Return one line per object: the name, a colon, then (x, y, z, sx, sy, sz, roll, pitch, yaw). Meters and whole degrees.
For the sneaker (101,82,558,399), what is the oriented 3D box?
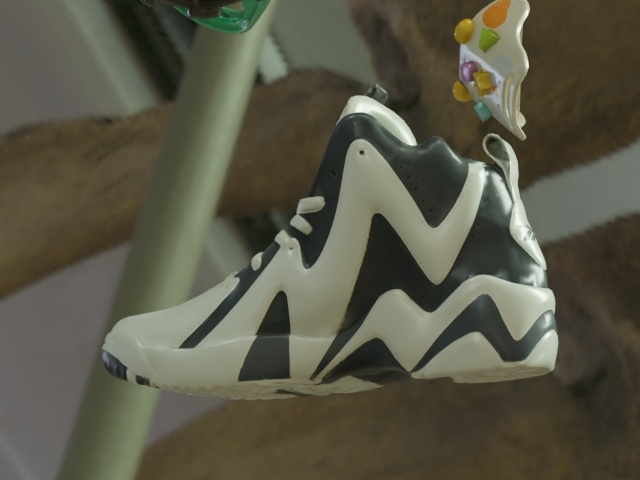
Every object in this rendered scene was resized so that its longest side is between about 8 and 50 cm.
sneaker: (0.000, 0.000, 0.989, 0.235, 0.094, 0.153, -6, -100, 23)

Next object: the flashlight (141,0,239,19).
flashlight: (-0.087, -0.294, 1.271, 0.103, 0.304, 0.103, -20, -32, 23)

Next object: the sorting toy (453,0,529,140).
sorting toy: (0.114, -0.099, 1.201, 0.045, 0.075, 0.083, -8, -60, -11)

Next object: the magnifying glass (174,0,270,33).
magnifying glass: (-0.045, -0.180, 1.300, 0.092, 0.026, 0.231, 46, -25, -26)
